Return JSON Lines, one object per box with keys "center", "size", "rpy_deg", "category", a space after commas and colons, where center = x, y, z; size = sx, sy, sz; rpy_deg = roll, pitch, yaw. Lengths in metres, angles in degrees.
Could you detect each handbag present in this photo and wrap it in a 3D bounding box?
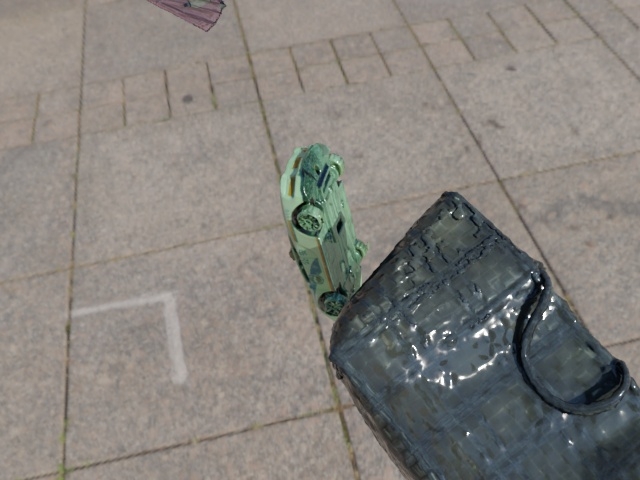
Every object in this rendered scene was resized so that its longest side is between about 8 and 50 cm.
{"center": [0.122, 0.104, 0.514], "size": [0.175, 0.089, 0.270], "rpy_deg": [-36, 76, -8], "category": "handbag"}

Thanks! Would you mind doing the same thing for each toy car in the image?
{"center": [0.000, 0.000, 0.673], "size": [0.058, 0.186, 0.093], "rpy_deg": [-1, 43, 19], "category": "toy car"}

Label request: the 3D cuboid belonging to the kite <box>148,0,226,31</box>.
{"center": [-0.053, -0.158, 0.389], "size": [0.152, 0.005, 0.137], "rpy_deg": [-8, 58, 9], "category": "kite"}
